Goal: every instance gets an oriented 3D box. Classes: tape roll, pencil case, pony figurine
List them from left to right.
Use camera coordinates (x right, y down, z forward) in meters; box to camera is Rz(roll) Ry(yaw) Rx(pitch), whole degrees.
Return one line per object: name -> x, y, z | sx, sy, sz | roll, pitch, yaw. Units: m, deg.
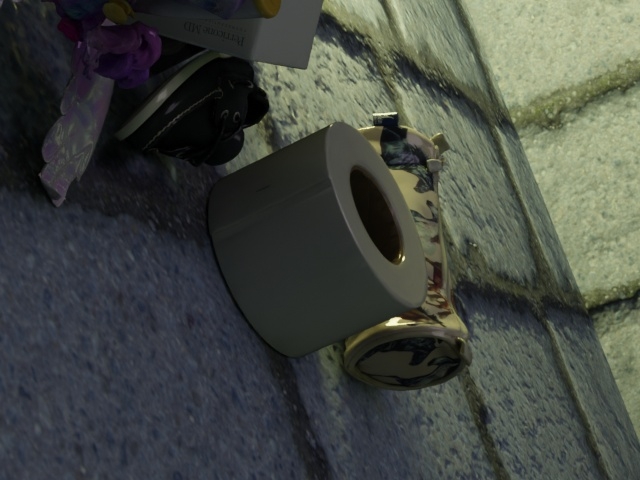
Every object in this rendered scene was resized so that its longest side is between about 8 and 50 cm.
pony figurine -> -0.204, -0.252, 1.244 | 0.303, 0.364, 0.351 | 57, 37, -41
tape roll -> 0.000, 0.000, 1.607 | 0.246, 0.169, 0.246 | 49, 27, -35
pencil case -> 0.106, 0.018, 1.825 | 0.160, 0.184, 0.410 | 46, 29, -43

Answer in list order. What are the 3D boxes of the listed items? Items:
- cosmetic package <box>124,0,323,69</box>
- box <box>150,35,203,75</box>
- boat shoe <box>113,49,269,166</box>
cosmetic package -> -0.110, -0.319, 1.417 | 0.138, 0.224, 0.224 | -9, 115, -63
box -> -0.042, -0.353, 1.688 | 0.097, 0.318, 0.395 | 62, 20, -10
boat shoe -> -0.131, -0.140, 1.512 | 0.113, 0.127, 0.340 | 50, 13, -6
